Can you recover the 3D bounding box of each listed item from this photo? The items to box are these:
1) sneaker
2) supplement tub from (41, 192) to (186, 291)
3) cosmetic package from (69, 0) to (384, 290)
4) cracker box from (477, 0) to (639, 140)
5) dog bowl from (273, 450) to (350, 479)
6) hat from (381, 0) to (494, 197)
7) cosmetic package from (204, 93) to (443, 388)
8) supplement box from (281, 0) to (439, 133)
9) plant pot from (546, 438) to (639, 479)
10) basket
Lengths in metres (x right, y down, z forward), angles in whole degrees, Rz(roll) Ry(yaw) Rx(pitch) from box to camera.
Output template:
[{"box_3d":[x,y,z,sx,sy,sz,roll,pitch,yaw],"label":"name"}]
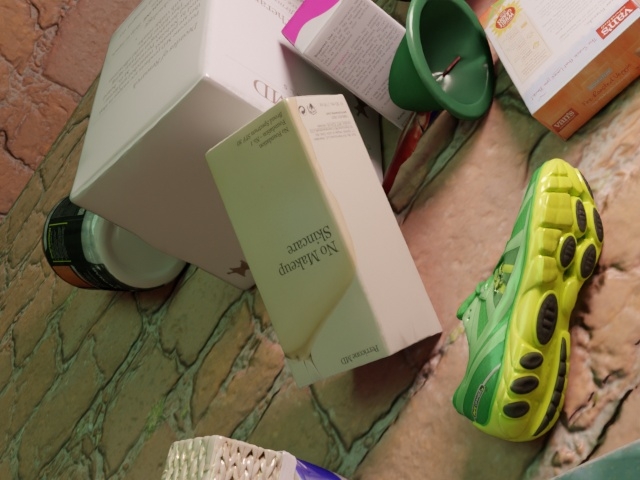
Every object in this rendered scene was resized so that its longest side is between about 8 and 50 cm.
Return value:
[{"box_3d":[0.196,0.048,0.875,0.123,0.109,0.295,-1,64,50],"label":"sneaker"},{"box_3d":[-0.406,-0.005,1.687,0.338,0.207,0.207,-2,63,54],"label":"supplement tub"},{"box_3d":[-0.133,-0.205,1.346,0.327,0.329,0.393,-35,40,34],"label":"cosmetic package"},{"box_3d":[0.290,-0.247,1.029,0.156,0.067,0.232,-43,34,26],"label":"cracker box"},{"box_3d":[-0.058,0.374,0.968,0.265,0.104,0.265,-35,38,34],"label":"dog bowl"},{"box_3d":[0.107,-0.205,1.150,0.183,0.173,0.208,-19,52,44],"label":"hat"},{"box_3d":[0.000,0.000,1.035,0.160,0.113,0.309,-29,80,40],"label":"cosmetic package"},{"box_3d":[0.071,-0.253,1.199,0.114,0.220,0.111,-52,32,13],"label":"supplement box"},{"box_3d":[0.216,0.284,0.539,0.248,0.247,0.252,-37,55,33],"label":"plant pot"},{"box_3d":[-0.109,0.294,0.907,0.113,0.103,0.167,-22,48,46],"label":"basket"}]
